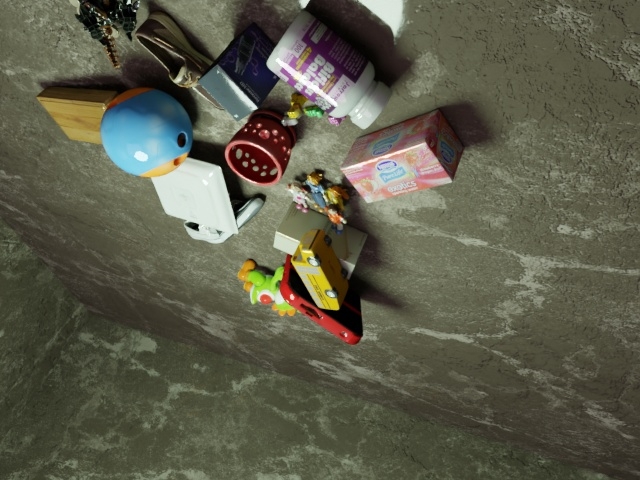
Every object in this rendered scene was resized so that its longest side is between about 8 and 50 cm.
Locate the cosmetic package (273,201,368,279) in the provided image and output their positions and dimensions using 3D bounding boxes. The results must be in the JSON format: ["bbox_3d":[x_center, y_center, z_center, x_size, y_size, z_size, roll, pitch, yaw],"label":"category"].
[{"bbox_3d":[0.000,0.000,1.995,0.309,0.160,0.113,22,146,4],"label":"cosmetic package"}]

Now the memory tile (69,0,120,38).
[{"bbox_3d":[-0.684,-0.680,1.643,0.113,0.012,0.148,5,141,29],"label":"memory tile"}]

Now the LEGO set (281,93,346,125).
[{"bbox_3d":[-0.036,-0.371,1.559,0.227,0.093,0.087,2,140,32],"label":"LEGO set"}]

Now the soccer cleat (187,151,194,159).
[{"bbox_3d":[-0.557,-0.279,2.068,0.121,0.093,0.289,52,146,-2],"label":"soccer cleat"}]

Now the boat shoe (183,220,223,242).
[{"bbox_3d":[-0.484,-0.048,2.315,0.258,0.095,0.084,0,143,33],"label":"boat shoe"}]

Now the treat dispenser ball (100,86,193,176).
[{"bbox_3d":[-0.563,-0.350,1.768,0.288,0.288,0.288,18,146,12],"label":"treat dispenser ball"}]

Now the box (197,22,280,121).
[{"bbox_3d":[-0.202,-0.450,1.456,0.153,0.207,0.108,43,144,-25],"label":"box"}]

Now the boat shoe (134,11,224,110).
[{"bbox_3d":[-0.398,-0.500,1.597,0.123,0.123,0.342,-11,132,43],"label":"boat shoe"}]

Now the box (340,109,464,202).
[{"bbox_3d":[0.227,-0.231,1.531,0.300,0.142,0.154,-11,132,43],"label":"box"}]

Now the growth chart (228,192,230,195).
[{"bbox_3d":[-0.453,-0.172,2.093,0.172,0.021,0.237,40,129,-9],"label":"growth chart"}]

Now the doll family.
[{"bbox_3d":[0.008,-0.152,1.846,0.263,0.118,0.163,31,158,26],"label":"doll family"}]

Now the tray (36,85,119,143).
[{"bbox_3d":[-0.835,-0.446,1.970,0.411,0.076,0.203,12,146,32],"label":"tray"}]

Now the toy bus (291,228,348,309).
[{"bbox_3d":[0.000,0.104,1.899,0.130,0.108,0.333,5,141,31],"label":"toy bus"}]

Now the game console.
[{"bbox_3d":[0.011,0.226,2.173,0.386,0.342,0.060,36,110,-15],"label":"game console"}]

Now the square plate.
[{"bbox_3d":[-0.489,-0.173,2.011,0.347,0.049,0.344,17,141,20],"label":"square plate"}]

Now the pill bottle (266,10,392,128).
[{"bbox_3d":[0.029,-0.421,1.377,0.301,0.169,0.169,34,146,-13],"label":"pill bottle"}]

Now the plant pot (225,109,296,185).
[{"bbox_3d":[-0.175,-0.292,1.689,0.191,0.174,0.191,18,146,13],"label":"plant pot"}]

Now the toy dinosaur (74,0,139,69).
[{"bbox_3d":[-0.609,-0.649,1.518,0.218,0.164,0.322,44,170,39],"label":"toy dinosaur"}]

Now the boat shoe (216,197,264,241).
[{"bbox_3d":[-0.331,-0.104,2.124,0.105,0.113,0.306,51,142,-3],"label":"boat shoe"}]

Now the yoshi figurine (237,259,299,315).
[{"bbox_3d":[-0.180,0.196,2.430,0.362,0.203,0.203,23,109,30],"label":"yoshi figurine"}]
